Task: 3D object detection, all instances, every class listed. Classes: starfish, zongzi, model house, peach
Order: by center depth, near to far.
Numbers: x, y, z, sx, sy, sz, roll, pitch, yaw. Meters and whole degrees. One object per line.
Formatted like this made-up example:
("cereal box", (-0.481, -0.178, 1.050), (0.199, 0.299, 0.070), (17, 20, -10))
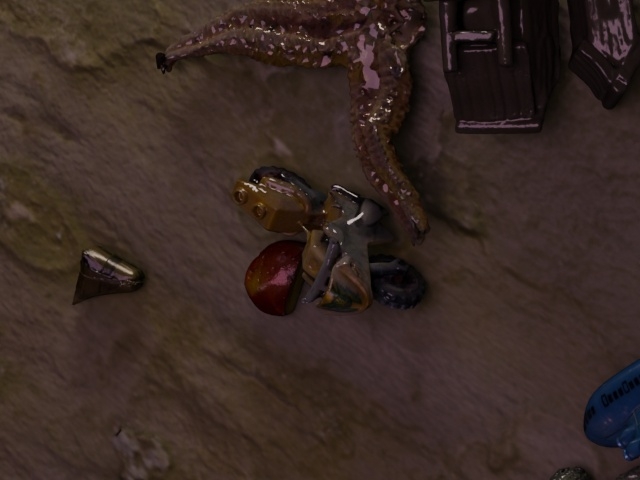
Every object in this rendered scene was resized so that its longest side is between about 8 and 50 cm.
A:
("model house", (0.202, -0.197, 1.720), (0.229, 0.122, 0.188), (-5, 93, 12))
("starfish", (0.005, -0.246, 1.830), (0.384, 0.132, 0.398), (23, 116, 31))
("peach", (-0.043, 0.040, 1.908), (0.083, 0.050, 0.077), (-26, 82, 22))
("zongzi", (-0.241, 0.055, 2.017), (0.076, 0.040, 0.083), (28, 116, 17))

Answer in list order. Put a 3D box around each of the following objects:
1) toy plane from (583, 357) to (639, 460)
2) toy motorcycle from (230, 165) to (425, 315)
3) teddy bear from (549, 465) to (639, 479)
("toy plane", (0.328, 0.133, 1.664), (0.105, 0.254, 0.271), (29, 143, 2))
("toy motorcycle", (0.000, 0.001, 1.838), (0.229, 0.130, 0.094), (39, 128, 20))
("teddy bear", (0.281, 0.322, 1.719), (0.133, 0.111, 0.213), (-12, 85, 31))
